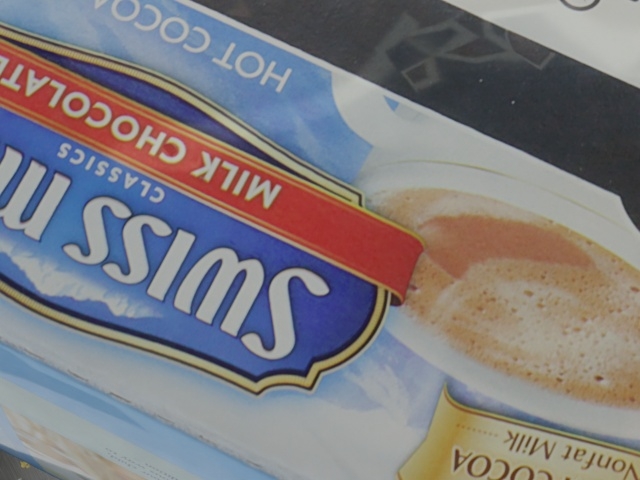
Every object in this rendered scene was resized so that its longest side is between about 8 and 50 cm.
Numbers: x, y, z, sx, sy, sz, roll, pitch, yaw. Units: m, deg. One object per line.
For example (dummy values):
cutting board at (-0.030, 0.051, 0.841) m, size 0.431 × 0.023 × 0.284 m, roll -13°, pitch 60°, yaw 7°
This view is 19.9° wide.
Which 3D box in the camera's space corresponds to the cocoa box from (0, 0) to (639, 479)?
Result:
cocoa box at (0.000, 0.000, 0.673) m, size 0.347 × 0.231 × 0.228 m, roll 26°, pitch 72°, yaw 8°

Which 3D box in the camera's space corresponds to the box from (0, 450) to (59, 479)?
box at (-0.126, 0.171, 1.172) m, size 0.231 × 0.056 × 0.183 m, roll -28°, pitch 83°, yaw -4°
